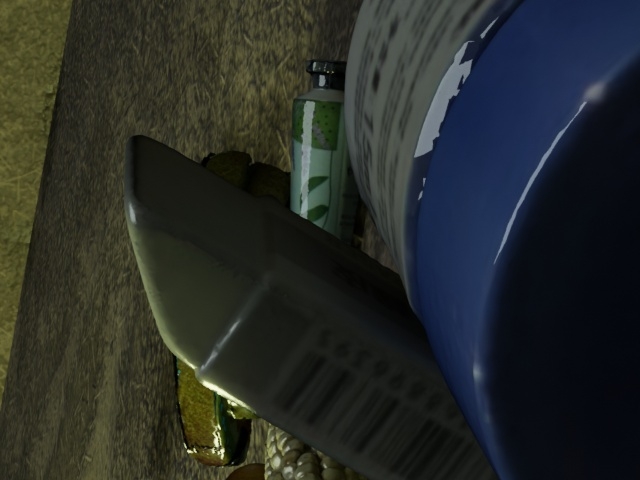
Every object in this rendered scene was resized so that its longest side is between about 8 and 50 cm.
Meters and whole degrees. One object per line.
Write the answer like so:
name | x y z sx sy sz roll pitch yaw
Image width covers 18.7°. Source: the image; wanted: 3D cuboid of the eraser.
eraser | 0.059 0.075 0.796 0.061 0.352 0.089 -55 17 16

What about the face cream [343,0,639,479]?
face cream | 0.146 -0.024 0.692 0.225 0.249 0.249 -111 33 -61

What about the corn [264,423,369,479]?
corn | 0.002 0.172 1.332 0.087 0.087 0.211 115 157 -43

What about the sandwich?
sandwich | -0.052 0.061 1.520 0.159 0.079 0.235 45 -128 -62

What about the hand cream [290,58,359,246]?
hand cream | 0.000 0.000 1.467 0.091 0.058 0.271 -145 60 -81

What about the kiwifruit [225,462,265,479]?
kiwifruit | -0.046 0.229 1.474 0.075 0.075 0.124 129 142 -58
